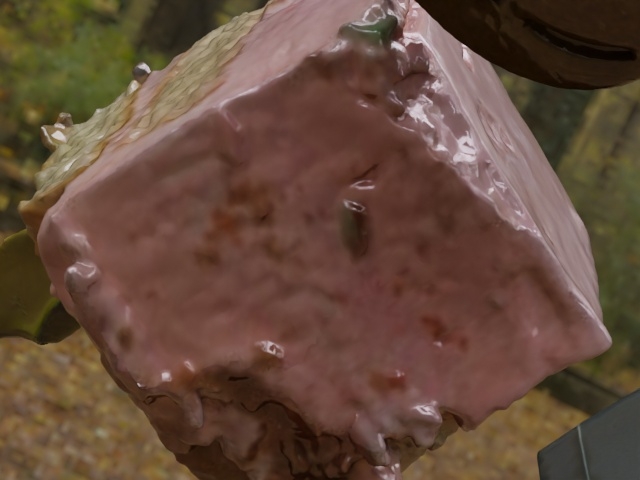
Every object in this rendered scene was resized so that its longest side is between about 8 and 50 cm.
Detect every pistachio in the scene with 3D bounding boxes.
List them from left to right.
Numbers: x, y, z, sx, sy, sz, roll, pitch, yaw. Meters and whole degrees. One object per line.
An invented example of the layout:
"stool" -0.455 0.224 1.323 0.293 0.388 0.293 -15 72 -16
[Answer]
"pistachio" -0.222 0.038 1.410 0.049 0.173 0.089 -29 94 -58

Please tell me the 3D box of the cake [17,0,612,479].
"cake" 0.000 0.000 1.215 0.314 0.306 0.293 56 12 -17

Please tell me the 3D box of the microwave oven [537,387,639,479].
"microwave oven" 0.349 0.208 0.735 0.432 0.374 0.236 46 20 -23

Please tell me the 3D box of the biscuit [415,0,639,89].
"biscuit" 0.117 -0.243 0.900 0.314 0.063 0.367 47 -38 6
